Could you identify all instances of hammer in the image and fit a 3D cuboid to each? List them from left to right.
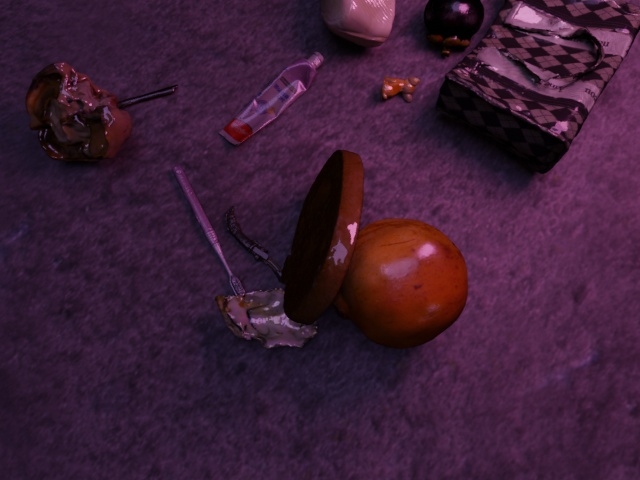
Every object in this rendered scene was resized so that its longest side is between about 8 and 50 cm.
[{"bbox_3d":[-0.428,-0.341,1.282,0.178,0.021,0.065,-17,76,-4],"label":"hammer"}]

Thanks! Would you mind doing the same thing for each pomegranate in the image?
[{"bbox_3d":[0.146,0.080,1.025,0.265,0.264,0.264,-1,76,3],"label":"pomegranate"}]

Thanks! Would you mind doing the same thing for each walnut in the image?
[{"bbox_3d":[-0.539,-0.273,1.206,0.238,0.141,0.204,43,118,3],"label":"walnut"}]

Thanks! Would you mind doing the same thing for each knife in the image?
[{"bbox_3d":[-0.148,0.016,1.175,0.046,0.021,0.222,-37,76,-9],"label":"knife"}]

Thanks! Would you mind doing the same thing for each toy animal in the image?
[{"bbox_3d":[0.185,-0.351,1.234,0.083,0.060,0.081,11,37,6],"label":"toy animal"}]

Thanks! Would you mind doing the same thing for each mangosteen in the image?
[{"bbox_3d":[0.308,-0.508,1.240,0.137,0.137,0.151,8,110,5],"label":"mangosteen"}]

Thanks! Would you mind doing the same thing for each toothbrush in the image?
[{"bbox_3d":[-0.251,-0.024,1.186,0.024,0.029,0.353,-25,75,-17],"label":"toothbrush"}]

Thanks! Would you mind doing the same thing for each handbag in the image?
[{"bbox_3d":[0.474,-0.394,1.175,0.317,0.180,0.416,34,73,13],"label":"handbag"}]

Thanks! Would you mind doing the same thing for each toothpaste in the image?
[{"bbox_3d":[-0.108,-0.336,1.251,0.301,0.048,0.075,-44,82,-6],"label":"toothpaste"}]

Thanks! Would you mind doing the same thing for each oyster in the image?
[{"bbox_3d":[-0.111,0.171,1.116,0.209,0.072,0.132,-2,68,-18],"label":"oyster"}]

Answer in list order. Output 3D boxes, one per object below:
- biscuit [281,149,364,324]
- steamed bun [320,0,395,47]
[{"bbox_3d":[0.001,0.000,1.038,0.063,0.314,0.367,19,47,-14],"label":"biscuit"},{"bbox_3d":[0.077,-0.564,1.245,0.170,0.153,0.238,12,74,-34],"label":"steamed bun"}]
